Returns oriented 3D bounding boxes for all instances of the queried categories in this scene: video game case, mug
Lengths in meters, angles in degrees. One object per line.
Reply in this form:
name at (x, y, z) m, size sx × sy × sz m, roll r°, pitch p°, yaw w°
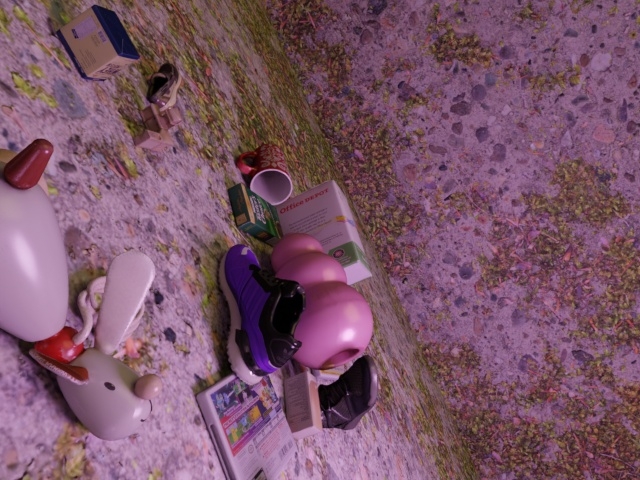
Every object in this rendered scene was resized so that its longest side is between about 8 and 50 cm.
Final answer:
video game case at (-0.113, 0.305, 0.741) m, size 0.183 × 0.023 × 0.201 m, roll 67°, pitch 16°, yaw 6°
mug at (-0.149, -0.204, 1.244) m, size 0.150 × 0.113 × 0.169 m, roll 56°, pitch 14°, yaw -37°
video game case at (0.008, 0.270, 1.204) m, size 0.227 × 0.026 × 0.206 m, roll 39°, pitch 30°, yaw -61°

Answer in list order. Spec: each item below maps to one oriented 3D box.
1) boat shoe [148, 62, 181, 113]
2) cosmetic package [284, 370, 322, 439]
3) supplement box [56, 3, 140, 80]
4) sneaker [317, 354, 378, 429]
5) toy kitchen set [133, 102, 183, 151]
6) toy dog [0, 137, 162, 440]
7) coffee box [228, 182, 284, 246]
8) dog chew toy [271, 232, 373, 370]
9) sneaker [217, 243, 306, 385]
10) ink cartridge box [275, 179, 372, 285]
boat shoe at (-0.325, -0.327, 0.930) m, size 0.049 × 0.056 × 0.152 m, roll 55°, pitch 17°, yaw -51°
cosmetic package at (-0.035, 0.328, 0.896) m, size 0.041 × 0.060 × 0.115 m, roll 50°, pitch 23°, yaw -43°
supplement box at (-0.362, -0.320, 0.735) m, size 0.083 × 0.083 × 0.056 m, roll 63°, pitch 15°, yaw -10°
sneaker at (0.035, 0.322, 0.926) m, size 0.131 × 0.227 × 0.087 m, roll 4°, pitch 43°, yaw -21°
toy kitchen set at (-0.300, -0.217, 0.817) m, size 0.083 × 0.068 × 0.075 m, roll 66°, pitch 15°, yaw 3°
toy dog at (-0.246, 0.036, 0.431) m, size 0.333 × 0.161 × 0.220 m, roll 53°, pitch 20°, yaw -40°
coffee box at (-0.155, -0.059, 1.122) m, size 0.184 × 0.041 × 0.113 m, roll 36°, pitch 33°, yaw -62°
dog chew toy at (-0.017, 0.121, 1.035) m, size 0.207 × 0.207 × 0.331 m, roll 40°, pitch 22°, yaw -59°
sneaker at (-0.096, 0.104, 0.826) m, size 0.102 × 0.146 × 0.293 m, roll 41°, pitch 22°, yaw -45°
ink cartridge box at (0.000, 0.000, 1.248) m, size 0.117 × 0.202 × 0.277 m, roll 46°, pitch 24°, yaw -54°
